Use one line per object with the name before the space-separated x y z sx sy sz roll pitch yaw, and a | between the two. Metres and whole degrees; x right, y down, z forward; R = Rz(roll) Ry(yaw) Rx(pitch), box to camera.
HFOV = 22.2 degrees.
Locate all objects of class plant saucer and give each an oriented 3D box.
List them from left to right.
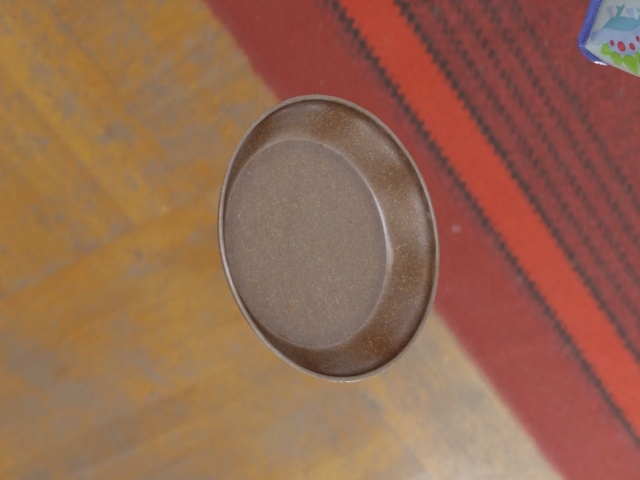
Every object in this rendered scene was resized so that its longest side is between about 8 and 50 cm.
plant saucer | 0.000 0.000 1.127 0.036 0.198 0.198 -14 128 48

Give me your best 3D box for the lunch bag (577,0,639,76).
lunch bag | 0.179 -0.114 0.564 0.096 0.129 0.151 14 96 -36
